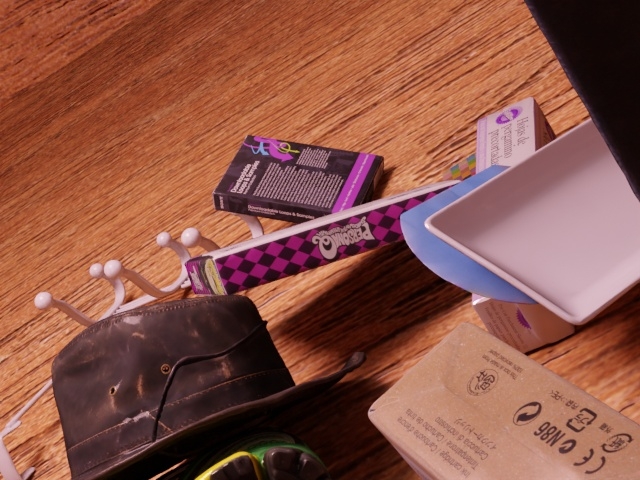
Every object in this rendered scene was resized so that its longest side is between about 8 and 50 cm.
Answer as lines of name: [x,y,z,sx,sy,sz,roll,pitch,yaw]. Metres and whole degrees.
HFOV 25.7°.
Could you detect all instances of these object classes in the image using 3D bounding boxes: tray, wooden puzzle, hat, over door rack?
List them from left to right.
over door rack: [-0.211,0.089,1.501,0.240,0.108,0.324,-23,26,30]
hat: [-0.133,0.120,1.154,0.331,0.134,0.331,-26,-5,-3]
wooden puzzle: [0.149,-0.069,1.435,0.083,0.006,0.049,-30,23,13]
tray: [0.216,-0.022,1.074,0.145,0.030,0.270,34,46,30]

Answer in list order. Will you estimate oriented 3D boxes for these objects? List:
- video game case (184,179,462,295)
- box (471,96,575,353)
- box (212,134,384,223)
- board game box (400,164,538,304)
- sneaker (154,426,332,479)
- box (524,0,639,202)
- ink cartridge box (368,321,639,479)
video game case: [0.000,0.000,1.293,0.232,0.041,0.210,-18,2,-13]
box: [0.176,-0.021,1.230,0.063,0.067,0.324,-24,25,20]
box: [-0.023,-0.063,1.531,0.162,0.029,0.116,11,40,13]
board game box: [0.145,0.005,1.081,0.169,0.033,0.133,-28,51,-35]
sneaker: [-0.132,0.269,1.059,0.344,0.134,0.146,-34,6,0]
box: [0.387,-0.136,0.631,0.472,0.480,0.297,-19,27,34]
ink cartridge box: [0.149,0.164,0.748,0.088,0.193,0.235,-41,23,-8]
